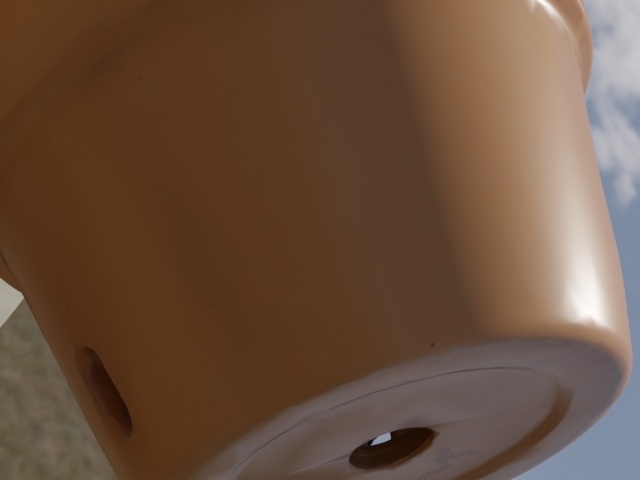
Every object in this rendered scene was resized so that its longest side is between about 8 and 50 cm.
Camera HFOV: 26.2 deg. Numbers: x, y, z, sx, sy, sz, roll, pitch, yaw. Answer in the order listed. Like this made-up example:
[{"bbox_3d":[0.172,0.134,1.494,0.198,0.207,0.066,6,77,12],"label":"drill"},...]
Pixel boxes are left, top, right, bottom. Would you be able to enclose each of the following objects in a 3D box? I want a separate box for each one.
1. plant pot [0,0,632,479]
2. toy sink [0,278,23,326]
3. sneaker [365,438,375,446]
[{"bbox_3d":[0.000,0.000,0.579,0.291,0.291,0.203,85,-12,-61],"label":"plant pot"},{"bbox_3d":[-0.347,-0.001,1.263,0.153,0.234,0.131,38,1,25],"label":"toy sink"},{"bbox_3d":[0.009,0.148,1.137,0.089,0.170,0.051,49,0,25],"label":"sneaker"}]
